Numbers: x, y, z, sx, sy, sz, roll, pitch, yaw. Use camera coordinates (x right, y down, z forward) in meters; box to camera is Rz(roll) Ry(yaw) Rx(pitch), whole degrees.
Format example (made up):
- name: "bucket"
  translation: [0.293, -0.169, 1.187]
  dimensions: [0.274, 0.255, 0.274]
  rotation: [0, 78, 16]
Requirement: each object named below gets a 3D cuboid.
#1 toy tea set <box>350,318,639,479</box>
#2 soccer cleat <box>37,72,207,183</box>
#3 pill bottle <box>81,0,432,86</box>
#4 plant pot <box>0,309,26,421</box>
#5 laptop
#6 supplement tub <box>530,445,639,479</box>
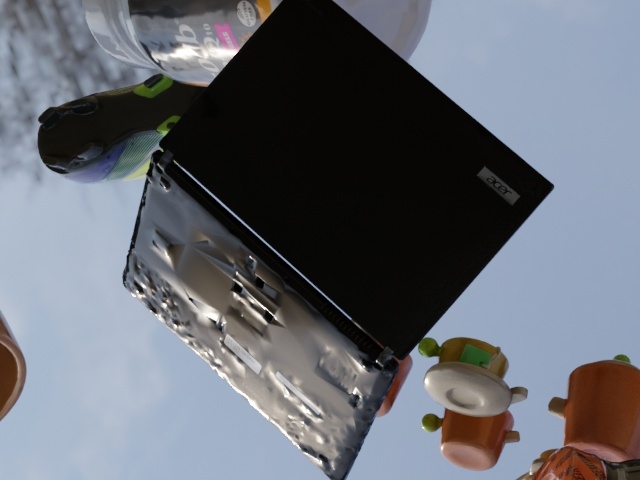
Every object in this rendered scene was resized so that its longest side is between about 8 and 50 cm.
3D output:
- name: "toy tea set"
  translation: [0.180, 0.144, 1.865]
  dimensions: [0.200, 0.336, 0.124]
  rotation: [-46, -160, 54]
- name: "soccer cleat"
  translation: [-0.130, -0.111, 1.779]
  dimensions: [0.289, 0.093, 0.121]
  rotation: [-9, 171, 27]
- name: "pill bottle"
  translation: [-0.058, -0.201, 1.510]
  dimensions: [0.278, 0.162, 0.162]
  rotation: [5, -146, 48]
- name: "plant pot"
  translation: [-0.467, 0.092, 1.929]
  dimensions: [0.291, 0.291, 0.203]
  rotation: [-23, -120, -4]
- name: "laptop"
  translation: [0.000, 0.000, 1.346]
  dimensions: [0.234, 0.264, 0.136]
  rotation: [42, -125, 16]
- name: "supplement tub"
  translation: [0.316, 0.313, 1.554]
  dimensions: [0.207, 0.338, 0.207]
  rotation: [-62, -176, 8]
